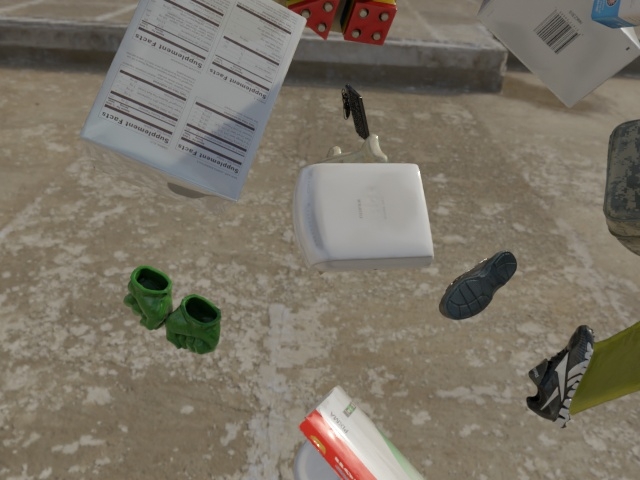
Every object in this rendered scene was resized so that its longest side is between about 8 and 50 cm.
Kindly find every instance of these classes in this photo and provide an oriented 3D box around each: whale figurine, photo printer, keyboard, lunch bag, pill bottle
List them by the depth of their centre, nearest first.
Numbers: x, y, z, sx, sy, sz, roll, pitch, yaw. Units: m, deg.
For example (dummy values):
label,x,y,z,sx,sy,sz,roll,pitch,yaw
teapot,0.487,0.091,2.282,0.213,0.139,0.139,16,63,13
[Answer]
label,x,y,z,sx,sy,sz,roll,pitch,yaw
pill bottle,0.054,0.531,1.159,0.153,0.265,0.153,-13,46,14
photo printer,0.090,-0.055,1.222,0.307,0.107,0.256,-1,72,-13
lunch bag,0.825,-0.120,1.292,0.212,0.256,0.305,-1,63,35
whale figurine,0.083,-0.167,1.458,0.141,0.272,0.216,16,45,-47
keyboard,0.093,-0.356,1.511,0.038,0.192,0.100,-33,57,-8

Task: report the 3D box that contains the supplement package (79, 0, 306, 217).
label,x,y,z,sx,sy,sz,roll,pitch,yaw
supplement package,-0.174,-0.196,0.735,0.198,0.263,0.199,22,-10,-16

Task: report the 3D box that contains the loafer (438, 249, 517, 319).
label,x,y,z,sx,sy,sz,roll,pitch,yaw
loafer,0.390,0.117,1.348,0.267,0.096,0.084,-32,7,-26

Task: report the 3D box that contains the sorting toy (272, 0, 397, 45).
label,x,y,z,sx,sy,sz,roll,pitch,yaw
sorting toy,0.049,-0.507,1.043,0.255,0.257,0.089,2,57,-16

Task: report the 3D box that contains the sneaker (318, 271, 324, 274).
label,x,y,z,sx,sy,sz,roll,pitch,yaw
sneaker,0.000,0.000,1.425,0.084,0.069,0.185,-23,66,0

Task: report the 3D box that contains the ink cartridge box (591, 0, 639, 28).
label,x,y,z,sx,sy,sz,roll,pitch,yaw
ink cartridge box,0.424,-0.312,0.615,0.060,0.104,0.180,0,13,-37

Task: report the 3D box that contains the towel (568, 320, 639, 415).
label,x,y,z,sx,sy,sz,roll,pitch,yaw
towel,0.318,0.106,0.522,0.021,0.237,0.102,35,65,14

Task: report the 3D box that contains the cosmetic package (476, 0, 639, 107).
label,x,y,z,sx,sy,sz,roll,pitch,yaw
cosmetic package,0.403,-0.385,0.907,0.224,0.138,0.225,40,43,-9

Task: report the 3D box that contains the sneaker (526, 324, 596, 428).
label,x,y,z,sx,sy,sz,roll,pitch,yaw
sneaker,0.509,0.283,1.142,0.106,0.234,0.078,17,14,13

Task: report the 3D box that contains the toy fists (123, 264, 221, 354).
label,x,y,z,sx,sy,sz,roll,pitch,yaw
toy fists,-0.369,0.184,1.317,0.279,0.142,0.096,28,44,11

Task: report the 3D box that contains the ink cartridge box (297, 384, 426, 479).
label,x,y,z,sx,sy,sz,roll,pitch,yaw
ink cartridge box,0.060,0.250,0.601,0.056,0.225,0.181,-42,78,-8
